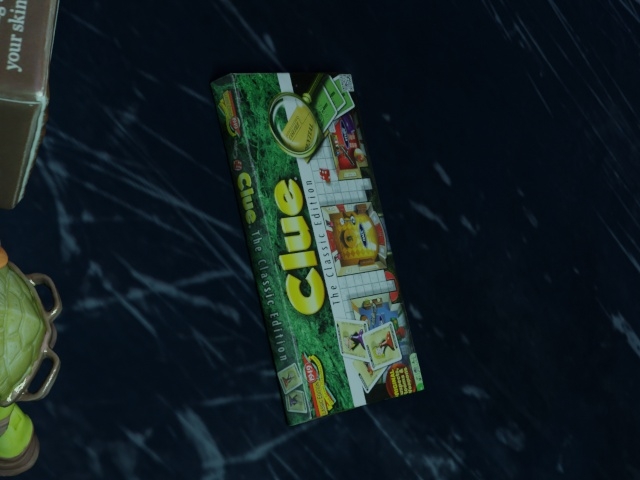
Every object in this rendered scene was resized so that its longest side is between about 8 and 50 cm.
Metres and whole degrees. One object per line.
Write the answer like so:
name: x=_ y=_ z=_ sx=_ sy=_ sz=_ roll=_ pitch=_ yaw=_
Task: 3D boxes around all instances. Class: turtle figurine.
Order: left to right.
turtle figurine: x=-0.179 y=0.039 z=0.768 sx=0.087 sy=0.217 sz=0.269 roll=-8 pitch=73 yaw=-7

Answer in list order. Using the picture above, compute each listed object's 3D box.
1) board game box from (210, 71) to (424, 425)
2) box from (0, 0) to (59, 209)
board game box: x=0.000 y=0.000 z=1.102 sx=0.136 sy=0.030 sz=0.259 roll=-9 pitch=84 yaw=-45
box: x=-0.303 y=-0.145 z=0.630 sx=0.381 sy=0.143 sz=0.191 roll=10 pitch=68 yaw=-15
